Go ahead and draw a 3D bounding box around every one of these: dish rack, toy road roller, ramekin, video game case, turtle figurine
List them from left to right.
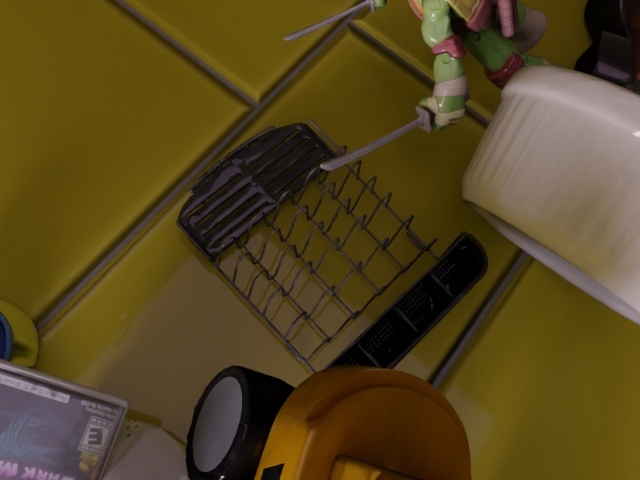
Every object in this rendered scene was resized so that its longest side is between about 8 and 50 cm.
[{"bbox_3d":[-0.250,0.162,0.406,0.190,0.022,0.173,25,64,-19],"label":"video game case"},{"bbox_3d":[0.000,0.000,0.607,0.208,0.074,0.271,-41,80,-20],"label":"dish rack"},{"bbox_3d":[0.008,0.247,0.403,0.203,0.241,0.329,27,71,-28],"label":"toy road roller"},{"bbox_3d":[0.120,-0.209,0.666,0.266,0.274,0.198,12,24,-33],"label":"turtle figurine"},{"bbox_3d":[0.254,-0.028,0.559,0.273,0.273,0.127,36,97,6],"label":"ramekin"}]

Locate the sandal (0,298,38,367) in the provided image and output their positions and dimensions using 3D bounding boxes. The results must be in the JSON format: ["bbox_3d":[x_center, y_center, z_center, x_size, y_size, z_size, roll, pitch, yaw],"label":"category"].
[{"bbox_3d":[-0.311,0.186,0.465,0.126,0.138,0.317,3,72,-9],"label":"sandal"}]

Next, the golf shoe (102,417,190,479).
[{"bbox_3d":[-0.187,0.284,0.461,0.140,0.115,0.306,19,70,-4],"label":"golf shoe"}]

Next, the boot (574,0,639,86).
[{"bbox_3d":[0.474,-0.242,0.749,0.281,0.096,0.264,19,69,-2],"label":"boot"}]

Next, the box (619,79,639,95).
[{"bbox_3d":[0.408,-0.131,0.599,0.233,0.183,0.059,-17,114,-11],"label":"box"}]
